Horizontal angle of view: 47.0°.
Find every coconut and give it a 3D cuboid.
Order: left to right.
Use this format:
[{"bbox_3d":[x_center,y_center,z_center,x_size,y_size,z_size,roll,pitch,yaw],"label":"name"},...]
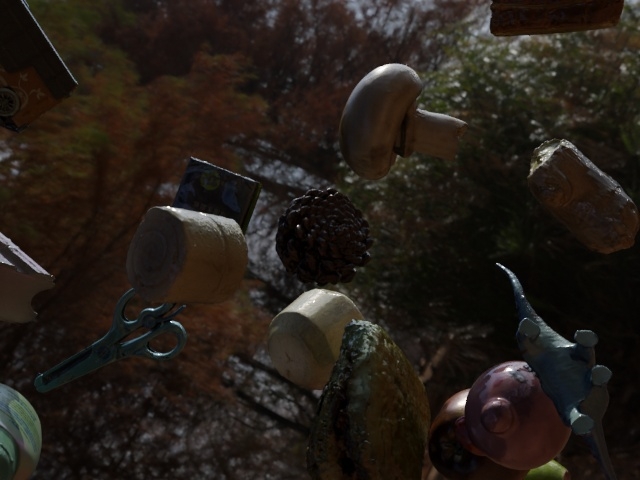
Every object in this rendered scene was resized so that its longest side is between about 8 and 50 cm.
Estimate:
[{"bbox_3d":[0.003,0.246,1.903,0.266,0.237,0.237,-31,-30,-39],"label":"coconut"}]

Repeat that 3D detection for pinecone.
[{"bbox_3d":[0.000,0.000,1.617,0.221,0.222,0.221,-60,-12,-21],"label":"pinecone"}]

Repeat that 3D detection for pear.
[{"bbox_3d":[0.532,0.641,1.904,0.187,0.220,0.187,17,-110,-58],"label":"pear"}]

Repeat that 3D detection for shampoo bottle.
[{"bbox_3d":[-0.631,0.391,1.374,0.151,0.221,0.349,-37,12,-10],"label":"shampoo bottle"}]

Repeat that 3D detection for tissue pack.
[{"bbox_3d":[-0.246,-0.047,1.618,0.073,0.174,0.235,1,-68,-79],"label":"tissue pack"}]

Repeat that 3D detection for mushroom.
[{"bbox_3d":[0.197,-0.266,1.784,0.292,0.290,0.292,22,-90,-83],"label":"mushroom"}]

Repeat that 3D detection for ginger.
[{"bbox_3d":[0.506,-0.083,1.441,0.221,0.275,0.130,6,-48,-50],"label":"ginger"}]

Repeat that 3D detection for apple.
[{"bbox_3d":[0.340,0.425,1.556,0.230,0.230,0.230,-60,-12,-21],"label":"apple"}]

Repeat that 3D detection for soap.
[{"bbox_3d":[-0.742,0.072,1.513,0.159,0.302,0.258,-50,3,14],"label":"soap"}]

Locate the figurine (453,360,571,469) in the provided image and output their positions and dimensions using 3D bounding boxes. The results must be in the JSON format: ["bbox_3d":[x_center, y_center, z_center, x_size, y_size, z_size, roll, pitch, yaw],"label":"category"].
[{"bbox_3d":[0.309,0.269,1.144,0.173,0.173,0.173,-60,-12,-21],"label":"figurine"}]

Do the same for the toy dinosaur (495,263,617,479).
[{"bbox_3d":[0.283,0.152,0.840,0.076,0.329,0.144,-26,-19,1],"label":"toy dinosaur"}]

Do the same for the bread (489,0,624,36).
[{"bbox_3d":[0.505,-0.540,1.580,0.114,0.275,0.184,-33,-58,-71],"label":"bread"}]

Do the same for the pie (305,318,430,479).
[{"bbox_3d":[0.111,0.364,1.542,0.418,0.181,0.395,-69,-38,-48],"label":"pie"}]

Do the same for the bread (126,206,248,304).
[{"bbox_3d":[-0.208,0.027,1.160,0.141,0.134,0.148,10,-77,-51],"label":"bread"}]

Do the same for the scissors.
[{"bbox_3d":[-0.475,0.237,1.650,0.393,0.180,0.032,-28,3,4],"label":"scissors"}]

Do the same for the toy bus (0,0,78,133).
[{"bbox_3d":[-0.573,-0.346,1.294,0.167,0.139,0.275,-43,-55,-21],"label":"toy bus"}]
